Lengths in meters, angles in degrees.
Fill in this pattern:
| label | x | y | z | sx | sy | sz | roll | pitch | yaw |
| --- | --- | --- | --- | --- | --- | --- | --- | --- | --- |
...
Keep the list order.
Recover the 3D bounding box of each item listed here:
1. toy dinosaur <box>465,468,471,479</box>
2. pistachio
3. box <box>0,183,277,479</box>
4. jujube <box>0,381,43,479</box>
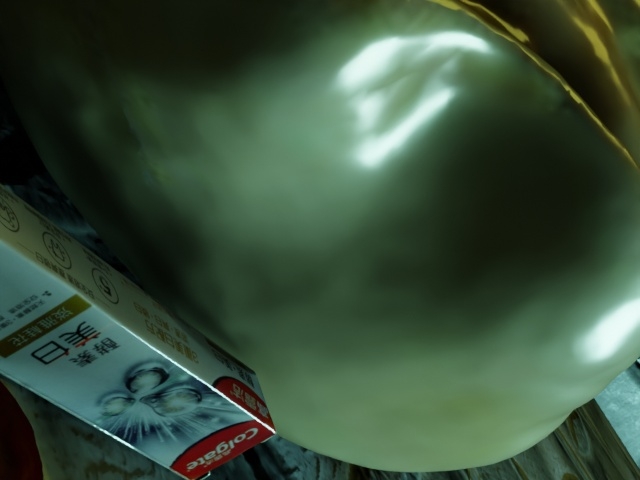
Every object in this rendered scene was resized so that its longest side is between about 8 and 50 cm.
| label | x | y | z | sx | sy | sz | roll | pitch | yaw |
| --- | --- | --- | --- | --- | --- | --- | --- | --- | --- |
| toy dinosaur | 0.110 | 0.163 | 1.171 | 0.113 | 0.026 | 0.041 | -122 | -170 | -56 |
| pistachio | 0.019 | -0.050 | 0.681 | 0.445 | 0.365 | 0.281 | 50 | 57 | -49 |
| box | -0.096 | 0.041 | 0.556 | 0.218 | 0.055 | 0.039 | 43 | 20 | -50 |
| jujube | -0.113 | 0.078 | 0.331 | 0.077 | 0.077 | 0.129 | 54 | 16 | -14 |
